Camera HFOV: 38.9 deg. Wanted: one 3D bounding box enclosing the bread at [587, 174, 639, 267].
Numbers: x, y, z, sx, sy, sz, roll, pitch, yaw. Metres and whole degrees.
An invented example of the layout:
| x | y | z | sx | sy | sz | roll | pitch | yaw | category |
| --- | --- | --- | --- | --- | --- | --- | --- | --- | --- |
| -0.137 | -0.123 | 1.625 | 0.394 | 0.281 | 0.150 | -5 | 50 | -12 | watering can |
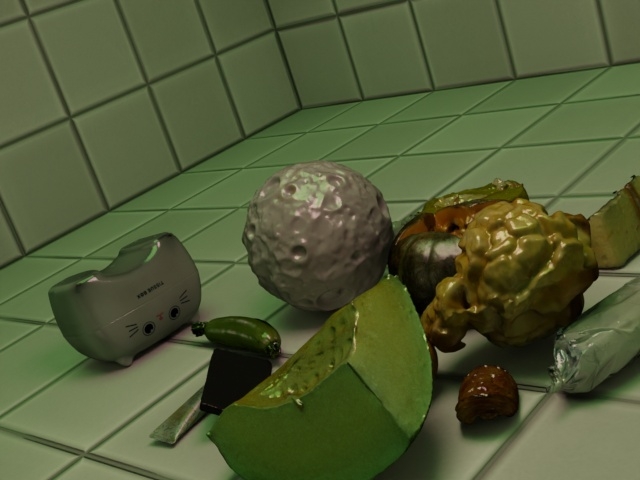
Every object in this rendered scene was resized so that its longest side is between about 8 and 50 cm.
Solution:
| x | y | z | sx | sy | sz | roll | pitch | yaw | category |
| --- | --- | --- | --- | --- | --- | --- | --- | --- | --- |
| 0.617 | -0.038 | 1.856 | 0.142 | 0.178 | 0.266 | 34 | 50 | 27 | bread |

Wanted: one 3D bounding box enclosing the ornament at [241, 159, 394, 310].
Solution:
| x | y | z | sx | sy | sz | roll | pitch | yaw | category |
| --- | --- | --- | --- | --- | --- | --- | --- | --- | --- |
| 0.000 | 0.000 | 1.988 | 0.337 | 0.337 | 0.337 | -17 | 18 | 6 | ornament |

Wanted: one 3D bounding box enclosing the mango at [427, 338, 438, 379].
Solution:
| x | y | z | sx | sy | sz | roll | pitch | yaw | category |
| --- | --- | --- | --- | --- | --- | --- | --- | --- | --- |
| 0.133 | 0.212 | 1.593 | 0.145 | 0.112 | 0.219 | -18 | 9 | 4 | mango |

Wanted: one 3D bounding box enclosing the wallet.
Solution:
| x | y | z | sx | sy | sz | roll | pitch | yaw | category |
| --- | --- | --- | --- | --- | --- | --- | --- | --- | --- |
| -0.159 | 0.277 | 1.735 | 0.124 | 0.025 | 0.244 | 13 | 17 | -5 | wallet |

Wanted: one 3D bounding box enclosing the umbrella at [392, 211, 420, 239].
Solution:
| x | y | z | sx | sy | sz | roll | pitch | yaw | category |
| --- | --- | --- | --- | --- | --- | --- | --- | --- | --- |
| 0.220 | -0.032 | 2.278 | 0.143 | 0.062 | 0.067 | -19 | 51 | 31 | umbrella |

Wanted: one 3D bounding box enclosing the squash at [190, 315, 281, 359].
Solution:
| x | y | z | sx | sy | sz | roll | pitch | yaw | category |
| --- | --- | --- | --- | --- | --- | --- | --- | --- | --- |
| -0.166 | 0.200 | 1.954 | 0.080 | 0.071 | 0.318 | 6 | 0 | -40 | squash |

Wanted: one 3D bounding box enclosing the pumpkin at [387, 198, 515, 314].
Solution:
| x | y | z | sx | sy | sz | roll | pitch | yaw | category |
| --- | --- | --- | --- | --- | --- | --- | --- | --- | --- |
| 0.288 | 0.036 | 1.808 | 0.321 | 0.192 | 0.320 | -15 | 18 | 5 | pumpkin |

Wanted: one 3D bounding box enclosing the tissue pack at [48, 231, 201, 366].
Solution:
| x | y | z | sx | sy | sz | roll | pitch | yaw | category |
| --- | --- | --- | --- | --- | --- | --- | --- | --- | --- |
| -0.452 | 0.145 | 2.164 | 0.333 | 0.236 | 0.229 | -32 | 14 | -36 | tissue pack |

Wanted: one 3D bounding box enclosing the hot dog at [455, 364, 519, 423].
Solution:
| x | y | z | sx | sy | sz | roll | pitch | yaw | category |
| --- | --- | --- | --- | --- | --- | --- | --- | --- | --- |
| 0.261 | 0.246 | 1.433 | 0.099 | 0.065 | 0.147 | -14 | 8 | 15 | hot dog |

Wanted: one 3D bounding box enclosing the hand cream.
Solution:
| x | y | z | sx | sy | sz | roll | pitch | yaw | category |
| --- | --- | --- | --- | --- | --- | --- | --- | --- | --- |
| -0.242 | 0.321 | 1.738 | 0.067 | 0.042 | 0.194 | 10 | 34 | 34 | hand cream |

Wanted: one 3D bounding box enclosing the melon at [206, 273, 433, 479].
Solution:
| x | y | z | sx | sy | sz | roll | pitch | yaw | category |
| --- | --- | --- | --- | --- | --- | --- | --- | --- | --- |
| -0.007 | 0.245 | 1.430 | 0.343 | 0.226 | 0.331 | -43 | 41 | 36 | melon |

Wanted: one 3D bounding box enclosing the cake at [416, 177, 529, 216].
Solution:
| x | y | z | sx | sy | sz | roll | pitch | yaw | category |
| --- | --- | --- | --- | --- | --- | --- | --- | --- | --- |
| 0.347 | -0.039 | 2.046 | 0.261 | 0.156 | 0.179 | -17 | 12 | 10 | cake |

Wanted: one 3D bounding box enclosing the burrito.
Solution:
| x | y | z | sx | sy | sz | roll | pitch | yaw | category |
| --- | --- | --- | --- | --- | --- | --- | --- | --- | --- |
| 0.504 | 0.130 | 1.472 | 0.446 | 0.101 | 0.139 | -28 | 12 | -23 | burrito |

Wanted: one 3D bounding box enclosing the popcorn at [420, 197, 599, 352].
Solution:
| x | y | z | sx | sy | sz | roll | pitch | yaw | category |
| --- | --- | --- | --- | --- | --- | --- | --- | --- | --- |
| 0.319 | 0.072 | 1.548 | 0.332 | 0.265 | 0.225 | -37 | 52 | 8 | popcorn |
